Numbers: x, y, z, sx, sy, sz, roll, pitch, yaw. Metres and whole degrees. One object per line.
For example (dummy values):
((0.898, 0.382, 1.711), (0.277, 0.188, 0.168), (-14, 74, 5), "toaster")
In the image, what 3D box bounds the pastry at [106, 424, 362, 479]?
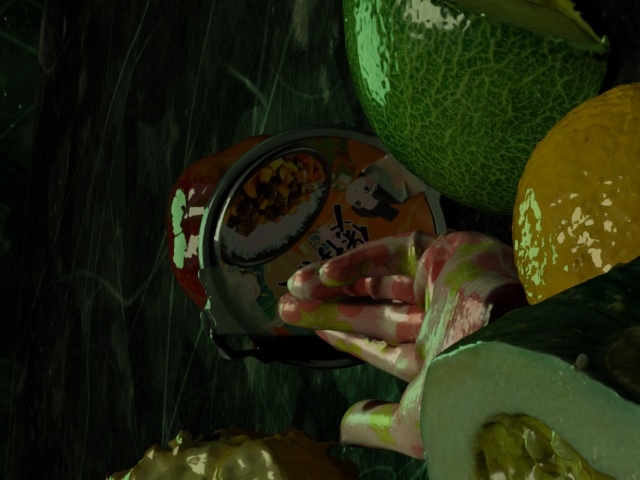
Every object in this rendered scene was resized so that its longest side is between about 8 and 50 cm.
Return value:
((-0.068, 0.338, 1.232), (0.405, 0.292, 0.337), (-84, -15, -46), "pastry")

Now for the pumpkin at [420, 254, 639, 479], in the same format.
((0.194, 0.119, 0.711), (0.293, 0.197, 0.263), (32, 140, 59), "pumpkin")

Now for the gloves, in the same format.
((0.069, 0.064, 1.213), (0.241, 0.126, 0.145), (20, 129, 68), "gloves")

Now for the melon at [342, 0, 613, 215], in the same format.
((0.073, -0.113, 1.224), (0.265, 0.129, 0.169), (-119, 34, -57), "melon")

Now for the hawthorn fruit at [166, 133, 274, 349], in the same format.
((-0.054, 0.007, 1.574), (0.203, 0.162, 0.163), (93, 174, -70), "hawthorn fruit")

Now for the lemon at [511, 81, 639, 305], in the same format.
((0.167, 0.006, 0.900), (0.142, 0.142, 0.187), (115, 146, -46), "lemon")

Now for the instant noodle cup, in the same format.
((0.000, 0.000, 1.376), (0.178, 0.208, 0.125), (62, 180, -7), "instant noodle cup")
